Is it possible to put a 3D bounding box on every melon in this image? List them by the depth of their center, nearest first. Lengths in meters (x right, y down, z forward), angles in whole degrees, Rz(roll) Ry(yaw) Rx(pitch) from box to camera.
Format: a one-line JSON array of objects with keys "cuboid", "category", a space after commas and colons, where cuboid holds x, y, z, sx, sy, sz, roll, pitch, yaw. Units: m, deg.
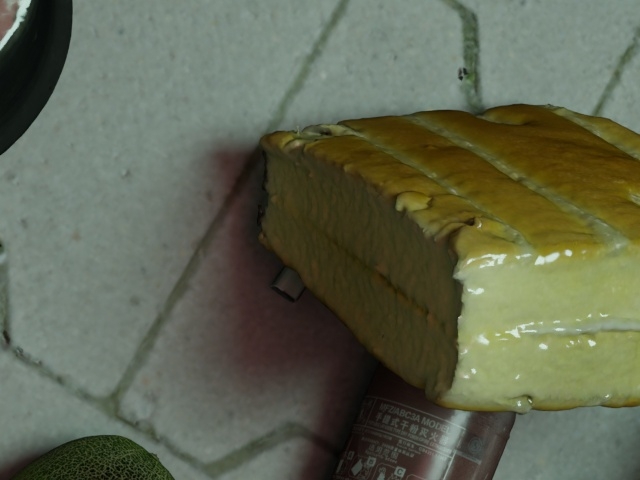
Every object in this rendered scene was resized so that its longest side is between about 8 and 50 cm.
[{"cuboid": [-0.152, 0.179, 1.124, 0.162, 0.099, 0.099, -41, 102, -17], "category": "melon"}]

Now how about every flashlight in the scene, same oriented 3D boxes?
[{"cuboid": [0.000, 0.000, 1.221, 0.018, 0.018, 0.083, 39, 78, -17], "category": "flashlight"}]

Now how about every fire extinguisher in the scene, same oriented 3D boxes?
[{"cuboid": [0.057, 0.155, 1.196, 0.105, 0.105, 0.269, 27, 80, -17], "category": "fire extinguisher"}]

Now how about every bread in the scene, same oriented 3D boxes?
[{"cuboid": [0.112, 0.000, 1.138, 0.239, 0.246, 0.111, -2, 113, -28], "category": "bread"}]

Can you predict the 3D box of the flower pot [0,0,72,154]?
[{"cuboid": [-0.238, -0.141, 1.072, 0.235, 0.148, 0.235, 1, 88, -19], "category": "flower pot"}]
